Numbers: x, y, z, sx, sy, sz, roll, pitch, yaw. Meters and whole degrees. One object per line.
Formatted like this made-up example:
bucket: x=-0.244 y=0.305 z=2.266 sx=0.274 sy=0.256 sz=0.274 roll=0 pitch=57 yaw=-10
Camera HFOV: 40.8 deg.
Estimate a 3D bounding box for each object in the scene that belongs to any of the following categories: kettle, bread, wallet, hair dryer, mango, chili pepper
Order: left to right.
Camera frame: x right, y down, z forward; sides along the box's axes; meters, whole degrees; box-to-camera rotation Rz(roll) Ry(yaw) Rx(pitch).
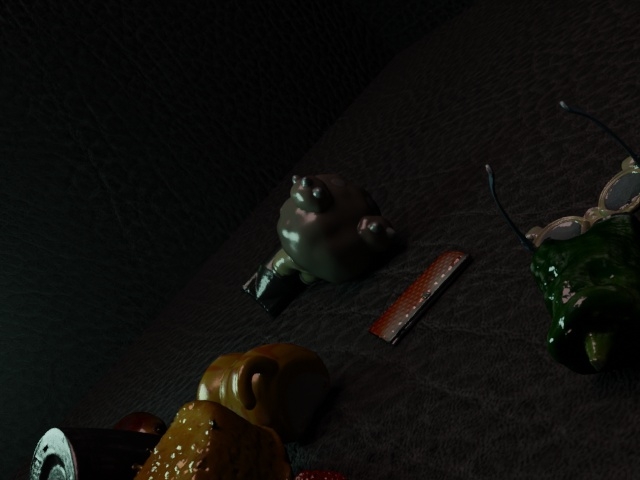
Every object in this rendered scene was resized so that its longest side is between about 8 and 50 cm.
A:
kettle: x=-0.287 y=0.378 z=1.324 sx=0.268 sy=0.290 sz=0.207 roll=21 pitch=102 yaw=53
mango: x=-0.413 y=0.445 z=1.911 sx=0.133 sy=0.111 sz=0.267 roll=-62 pitch=14 yaw=-22
bread: x=-0.150 y=0.360 z=1.149 sx=0.179 sy=0.194 sz=0.340 roll=-27 pitch=25 yaw=49
hair dryer: x=-0.088 y=0.070 z=2.157 sx=0.244 sy=0.116 sz=0.302 roll=-46 pitch=1 yaw=-9
wallet: x=0.164 y=0.091 z=1.425 sx=0.196 sy=0.020 sz=0.103 roll=-46 pitch=13 yaw=-9
chili pepper: x=0.297 y=0.061 z=0.938 sx=0.136 sy=0.099 sz=0.270 roll=-13 pitch=17 yaw=19

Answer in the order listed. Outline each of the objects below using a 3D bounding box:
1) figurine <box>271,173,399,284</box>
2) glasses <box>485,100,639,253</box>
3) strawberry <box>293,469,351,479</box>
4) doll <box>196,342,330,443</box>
figurine: x=0.000 y=0.000 z=1.831 sx=0.203 sy=0.248 sz=0.380 roll=-57 pitch=4 yaw=-26
glasses: x=0.315 y=-0.064 z=1.098 sx=0.190 sy=0.220 sz=0.088 roll=-39 pitch=53 yaw=18
strawberry: x=0.004 y=0.317 z=1.071 sx=0.073 sy=0.083 sz=0.073 roll=-43 pitch=21 yaw=21
doll: x=-0.103 y=0.255 z=1.432 sx=0.166 sy=0.162 sz=0.270 roll=-52 pitch=11 yaw=-34
